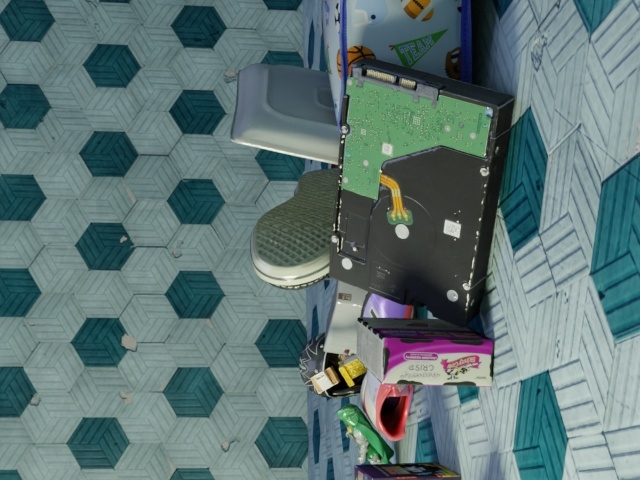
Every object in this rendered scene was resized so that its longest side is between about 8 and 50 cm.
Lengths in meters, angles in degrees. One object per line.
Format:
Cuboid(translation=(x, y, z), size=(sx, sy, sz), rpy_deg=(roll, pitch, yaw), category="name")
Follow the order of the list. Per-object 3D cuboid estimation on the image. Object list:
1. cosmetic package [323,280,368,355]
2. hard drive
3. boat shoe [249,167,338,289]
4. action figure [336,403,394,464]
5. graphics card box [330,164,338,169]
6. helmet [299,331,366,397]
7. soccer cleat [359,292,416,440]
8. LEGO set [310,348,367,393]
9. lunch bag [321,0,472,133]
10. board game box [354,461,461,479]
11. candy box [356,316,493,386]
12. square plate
Cuboid(translation=(0.078, 0.160, 2.294), size=(0.231, 0.117, 0.085), rpy_deg=(105, 173, -56), category="cosmetic package")
Cuboid(translation=(0.135, -0.068, 1.529), size=(0.064, 0.237, 0.339), rpy_deg=(-34, -45, -49), category="hard drive")
Cuboid(translation=(0.000, 0.000, 1.860), size=(0.500, 0.187, 0.156), rpy_deg=(-63, -29, -71), category="boat shoe")
Cuboid(translation=(0.087, 0.383, 2.072), size=(0.232, 0.063, 0.137), rpy_deg=(60, -178, -40), category="action figure")
Cuboid(translation=(0.081, -0.066, 2.418), size=(0.371, 0.094, 0.233), rpy_deg=(-98, 12, -47), category="graphics card box")
Cuboid(translation=(0.031, 0.284, 2.481), size=(0.169, 0.161, 0.169), rpy_deg=(-179, 90, -83), category="helmet")
Cuboid(translation=(0.133, 0.218, 1.981), size=(0.116, 0.109, 0.318), rpy_deg=(-122, 30, -56), category="soccer cleat")
Cuboid(translation=(0.092, 0.183, 2.140), size=(0.287, 0.132, 0.107), rpy_deg=(-62, 12, 21), category="LEGO set")
Cuboid(translation=(0.118, -0.394, 1.637), size=(0.328, 0.239, 0.385), rpy_deg=(-100, 6, -64), category="lunch bag")
Cuboid(translation=(0.136, 0.388, 1.733), size=(0.170, 0.141, 0.048), rpy_deg=(150, 120, -81), category="board game box")
Cuboid(translation=(0.148, 0.162, 1.603), size=(0.233, 0.159, 0.071), rpy_deg=(-151, 63, -83), category="candy box")
Cuboid(translation=(0.034, -0.206, 1.752), size=(0.344, 0.347, 0.049), rpy_deg=(-94, 16, -63), category="square plate")
